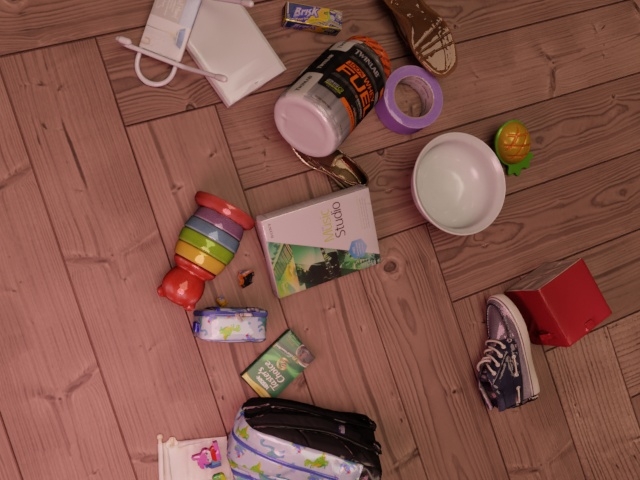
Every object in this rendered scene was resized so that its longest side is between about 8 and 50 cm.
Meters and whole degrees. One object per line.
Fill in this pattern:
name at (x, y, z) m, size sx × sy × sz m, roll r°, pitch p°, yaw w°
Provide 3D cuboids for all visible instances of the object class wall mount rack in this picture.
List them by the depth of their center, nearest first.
wall mount rack at (-0.349, -0.557, 1.766) m, size 0.304 × 0.130 × 0.350 m, roll 20°, pitch 94°, yaw -6°

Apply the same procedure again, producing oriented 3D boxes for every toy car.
toy car at (-0.233, 0.120, 1.825) m, size 0.122 × 0.060 × 0.040 m, roll -38°, pitch 65°, yaw -23°

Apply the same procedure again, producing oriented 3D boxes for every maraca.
maraca at (0.597, -0.285, 2.100) m, size 0.127 × 0.099 × 0.186 m, roll -36°, pitch 121°, yaw -7°

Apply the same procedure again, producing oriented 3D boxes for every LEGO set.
LEGO set at (-0.288, 0.618, 1.728) m, size 0.093 × 0.087 × 0.227 m, roll -14°, pitch 97°, yaw -15°

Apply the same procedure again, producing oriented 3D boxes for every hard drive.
hard drive at (-0.263, -0.548, 1.882) m, size 0.203 × 0.040 × 0.307 m, roll -37°, pitch 97°, yaw -17°

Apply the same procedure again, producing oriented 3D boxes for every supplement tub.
supplement tub at (0.042, -0.401, 1.854) m, size 0.207 × 0.207 × 0.338 m, roll 44°, pitch 58°, yaw -9°

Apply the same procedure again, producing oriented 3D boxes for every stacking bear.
stacking bear at (-0.308, 0.036, 1.761) m, size 0.175 × 0.164 × 0.289 m, roll 30°, pitch 82°, yaw -13°

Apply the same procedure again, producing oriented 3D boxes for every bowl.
bowl at (0.379, -0.157, 1.997) m, size 0.298 × 0.134 × 0.298 m, roll 2°, pitch 85°, yaw -18°

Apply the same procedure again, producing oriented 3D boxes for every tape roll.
tape roll at (0.260, -0.414, 2.012) m, size 0.189 × 0.080 × 0.189 m, roll 2°, pitch 84°, yaw -16°

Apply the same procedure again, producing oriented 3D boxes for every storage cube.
storage cube at (0.709, 0.186, 2.043) m, size 0.215 × 0.183 × 0.193 m, roll -31°, pitch 94°, yaw -17°

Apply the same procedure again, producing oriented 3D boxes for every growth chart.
growth chart at (-0.310, 0.590, 1.775) m, size 0.237 × 0.021 × 0.172 m, roll 4°, pitch 84°, yaw -17°

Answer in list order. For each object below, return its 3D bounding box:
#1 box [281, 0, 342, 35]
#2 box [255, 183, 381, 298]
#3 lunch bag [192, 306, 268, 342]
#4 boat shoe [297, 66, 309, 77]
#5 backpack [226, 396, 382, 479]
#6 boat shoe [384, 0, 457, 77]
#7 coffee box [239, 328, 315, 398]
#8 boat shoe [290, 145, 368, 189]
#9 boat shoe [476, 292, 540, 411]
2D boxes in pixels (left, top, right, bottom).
box at (-0.025, -0.637, 1.957) m, size 0.169 × 0.054 × 0.059 m, roll 4°, pitch 84°, yaw -16°
box at (0.000, 0.000, 1.868) m, size 0.322 × 0.058 × 0.232 m, roll -18°, pitch 111°, yaw -16°
lunch bag at (-0.235, 0.213, 1.728) m, size 0.176 × 0.219 × 0.090 m, roll 2°, pitch 84°, yaw -17°
boat shoe at (-0.044, -0.435, 1.941) m, size 0.046 × 0.038 × 0.125 m, roll 8°, pitch 72°, yaw 26°
backpack at (-0.057, 0.526, 1.722) m, size 0.355 × 0.290 × 0.273 m, roll 28°, pitch 103°, yaw -13°
boat shoe at (0.291, -0.628, 2.017) m, size 0.123 × 0.123 × 0.342 m, roll -36°, pitch 87°, yaw 7°
coffee box at (-0.115, 0.342, 1.847) m, size 0.184 × 0.040 × 0.113 m, roll -42°, pitch 99°, yaw -16°
boat shoe at (0.033, -0.230, 1.916) m, size 0.257 × 0.095 × 0.095 m, roll 33°, pitch 76°, yaw -12°
boat shoe at (0.525, 0.337, 1.999) m, size 0.158 × 0.127 × 0.340 m, roll -19°, pitch 92°, yaw -25°
